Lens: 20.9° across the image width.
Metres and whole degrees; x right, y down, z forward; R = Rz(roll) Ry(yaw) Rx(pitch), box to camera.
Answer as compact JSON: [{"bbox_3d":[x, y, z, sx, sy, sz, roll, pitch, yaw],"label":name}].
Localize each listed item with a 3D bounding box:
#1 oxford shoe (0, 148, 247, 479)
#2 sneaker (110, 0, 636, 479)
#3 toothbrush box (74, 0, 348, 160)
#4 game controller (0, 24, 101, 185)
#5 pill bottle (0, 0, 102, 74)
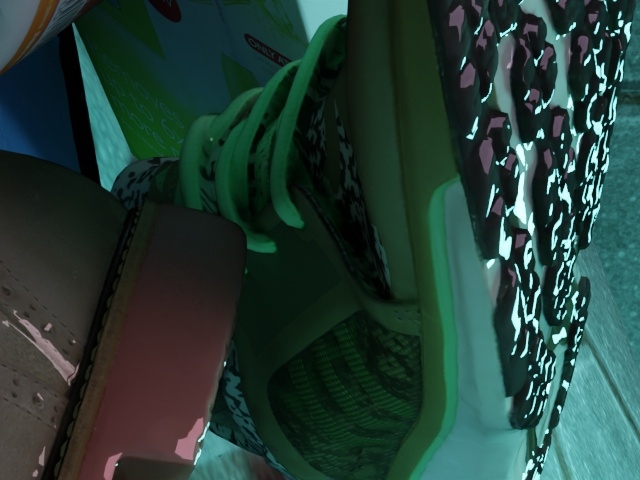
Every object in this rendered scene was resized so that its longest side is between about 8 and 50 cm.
[{"bbox_3d":[-0.130,0.112,0.416,0.147,0.140,0.397,24,34,-6],"label":"oxford shoe"},{"bbox_3d":[0.000,0.000,0.607,0.410,0.182,0.158,87,20,-54],"label":"sneaker"},{"bbox_3d":[-0.017,-0.110,0.760,0.206,0.122,0.283,38,-22,32],"label":"toothbrush box"},{"bbox_3d":[-0.128,-0.041,0.709,0.166,0.067,0.319,46,25,-53],"label":"game controller"},{"bbox_3d":[-0.086,-0.128,0.498,0.121,0.121,0.216,62,31,-16],"label":"pill bottle"}]
